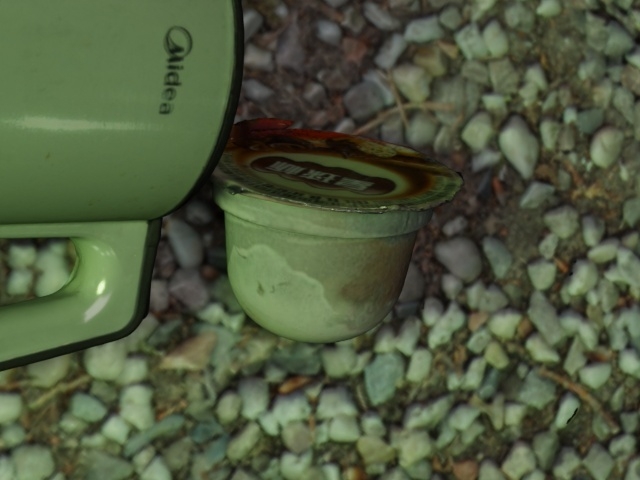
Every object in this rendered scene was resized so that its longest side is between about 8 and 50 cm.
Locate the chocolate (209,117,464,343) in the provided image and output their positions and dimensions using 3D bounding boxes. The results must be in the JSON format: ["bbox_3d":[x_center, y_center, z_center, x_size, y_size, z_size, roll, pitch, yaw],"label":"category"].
[{"bbox_3d":[-0.001,0.000,0.895,0.221,0.221,0.147,-1,117,-19],"label":"chocolate"}]

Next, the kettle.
[{"bbox_3d":[-0.262,-0.072,0.724,0.377,0.250,0.360,0,101,-37],"label":"kettle"}]
